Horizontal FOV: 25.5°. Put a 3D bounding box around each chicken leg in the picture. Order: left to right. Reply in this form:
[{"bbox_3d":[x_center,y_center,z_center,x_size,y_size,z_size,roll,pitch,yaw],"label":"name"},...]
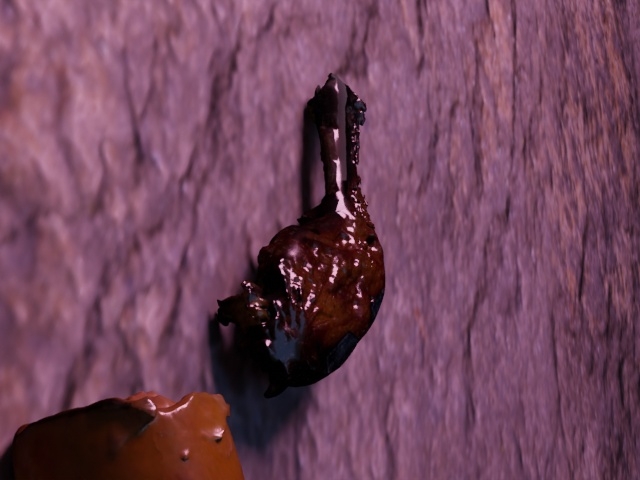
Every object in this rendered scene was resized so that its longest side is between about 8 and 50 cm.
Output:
[{"bbox_3d":[0.000,0.000,0.859,0.106,0.051,0.253,56,31,-32],"label":"chicken leg"}]

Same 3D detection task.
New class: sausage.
[{"bbox_3d":[-0.067,0.196,0.576,0.109,0.109,0.270,13,72,-63],"label":"sausage"}]
